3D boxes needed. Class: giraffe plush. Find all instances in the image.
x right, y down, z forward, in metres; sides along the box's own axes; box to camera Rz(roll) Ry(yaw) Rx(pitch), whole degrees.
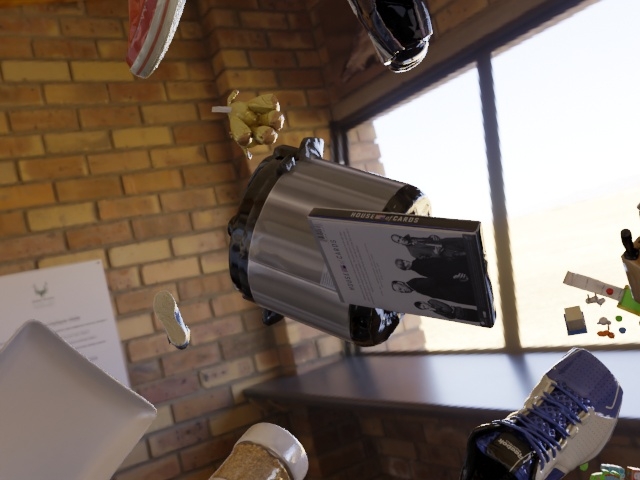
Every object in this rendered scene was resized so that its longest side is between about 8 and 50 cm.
[{"bbox_3d":[-0.214,-0.338,1.918,0.210,0.181,0.170,16,-22,9],"label":"giraffe plush"}]

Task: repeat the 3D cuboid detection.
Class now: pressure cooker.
[{"bbox_3d":[-0.002,-0.001,1.384,0.421,0.369,0.375,18,-29,22],"label":"pressure cooker"}]

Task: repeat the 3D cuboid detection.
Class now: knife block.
[{"bbox_3d":[0.605,0.030,1.147,0.088,0.242,0.275,-46,3,1],"label":"knife block"}]

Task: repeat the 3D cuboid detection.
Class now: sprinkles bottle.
[{"bbox_3d":[-0.151,0.418,0.904,0.121,0.121,0.355,-15,15,35],"label":"sprinkles bottle"}]

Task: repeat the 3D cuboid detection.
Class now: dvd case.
[{"bbox_3d":[0.112,0.036,0.863,0.239,0.179,0.029,7,47,31],"label":"dvd case"}]

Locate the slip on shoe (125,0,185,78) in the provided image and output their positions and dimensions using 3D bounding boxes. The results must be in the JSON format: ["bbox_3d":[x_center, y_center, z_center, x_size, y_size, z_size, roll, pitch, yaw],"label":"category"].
[{"bbox_3d":[-0.188,-0.348,0.698,0.101,0.331,0.123,9,26,-12],"label":"slip on shoe"}]

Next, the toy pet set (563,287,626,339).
[{"bbox_3d":[0.585,0.176,1.348,0.114,0.065,0.122,-14,40,21],"label":"toy pet set"}]

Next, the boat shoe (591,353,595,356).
[{"bbox_3d":[0.506,0.276,1.223,0.046,0.125,0.038,-11,20,-36],"label":"boat shoe"}]

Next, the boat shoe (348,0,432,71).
[{"bbox_3d":[0.088,-0.447,1.020,0.127,0.340,0.158,-29,7,5],"label":"boat shoe"}]

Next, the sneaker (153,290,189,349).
[{"bbox_3d":[-0.372,0.203,1.578,0.058,0.152,0.084,-26,-19,-15],"label":"sneaker"}]

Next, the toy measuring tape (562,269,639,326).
[{"bbox_3d":[0.750,0.145,1.493,0.330,0.121,0.121,19,-4,-1],"label":"toy measuring tape"}]

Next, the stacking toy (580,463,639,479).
[{"bbox_3d":[0.585,0.455,1.186,0.221,0.052,0.167,9,-8,1],"label":"stacking toy"}]

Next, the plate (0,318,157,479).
[{"bbox_3d":[-0.446,0.309,0.994,0.045,0.277,0.278,-1,48,55],"label":"plate"}]

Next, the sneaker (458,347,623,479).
[{"bbox_3d":[0.307,0.288,0.891,0.315,0.127,0.182,-46,-31,-5],"label":"sneaker"}]
